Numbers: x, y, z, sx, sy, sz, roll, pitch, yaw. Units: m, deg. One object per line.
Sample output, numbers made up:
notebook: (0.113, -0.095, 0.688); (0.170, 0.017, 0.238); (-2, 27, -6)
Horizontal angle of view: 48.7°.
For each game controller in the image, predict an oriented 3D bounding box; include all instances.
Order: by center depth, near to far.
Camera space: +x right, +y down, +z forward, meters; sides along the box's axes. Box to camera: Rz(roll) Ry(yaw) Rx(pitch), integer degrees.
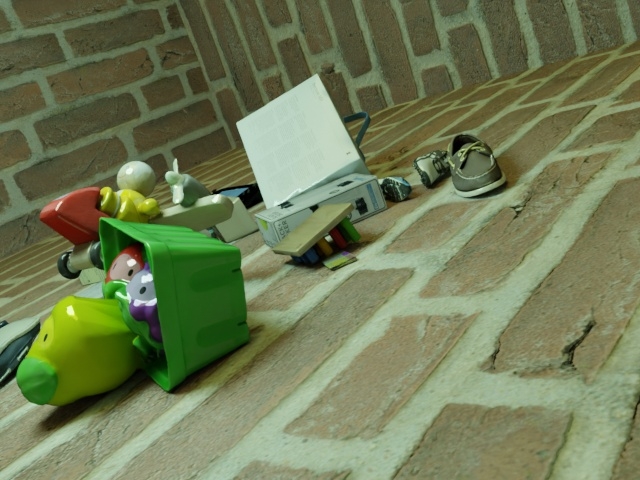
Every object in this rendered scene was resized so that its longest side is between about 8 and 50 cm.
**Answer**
game controller: (-0.325, -0.142, 2.475); (0.166, 0.067, 0.319); (-31, 17, -36)

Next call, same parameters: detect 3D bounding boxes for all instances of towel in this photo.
towel: (0.036, 0.041, 1.448); (0.060, 0.009, 0.083); (-24, 14, -12)

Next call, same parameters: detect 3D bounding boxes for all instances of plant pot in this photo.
plant pot: (-0.256, -0.053, 2.002); (0.096, 0.109, 0.109); (-38, 19, -17)

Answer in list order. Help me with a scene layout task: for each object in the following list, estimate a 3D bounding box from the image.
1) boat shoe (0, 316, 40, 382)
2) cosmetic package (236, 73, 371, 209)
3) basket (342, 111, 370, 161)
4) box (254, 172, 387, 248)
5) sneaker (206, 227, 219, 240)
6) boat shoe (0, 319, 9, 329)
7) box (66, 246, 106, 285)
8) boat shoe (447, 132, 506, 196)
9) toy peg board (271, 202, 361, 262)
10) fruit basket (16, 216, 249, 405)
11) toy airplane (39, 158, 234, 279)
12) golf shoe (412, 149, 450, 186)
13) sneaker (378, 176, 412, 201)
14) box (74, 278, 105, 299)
boat shoe: (-0.669, 0.242, 1.519); (0.095, 0.079, 0.254); (-16, 17, 7)
cosmetic package: (-0.056, -0.260, 1.987); (0.284, 0.097, 0.377); (-31, 52, 11)
basket: (0.009, -0.268, 2.158); (0.254, 0.201, 0.289); (-8, 50, 36)
box: (-0.002, -0.071, 1.748); (0.289, 0.087, 0.169); (-24, 15, -13)
sneaker: (-0.412, 0.022, 1.926); (0.267, 0.106, 0.101); (-25, 17, -14)
boat shoe: (-0.837, 0.254, 1.677); (0.258, 0.089, 0.109); (-21, 14, -4)
box: (-0.588, 0.022, 2.131); (0.242, 0.117, 0.213); (-12, 17, 28)
boat shoe: (0.354, -0.182, 1.653); (0.116, 0.097, 0.324); (-18, 15, 11)
toy peg board: (0.000, 0.000, 1.535); (0.160, 0.079, 0.161); (-42, 15, -16)
fruit basket: (-0.347, 0.120, 1.223); (0.391, 0.283, 0.392); (-4, 12, 1)
toy airplane: (-0.386, -0.041, 1.580); (0.386, 0.273, 0.384); (-2, -13, -7)
golf shoe: (0.294, -0.196, 1.810); (0.093, 0.077, 0.198); (-23, 14, 22)
sneaker: (0.194, -0.141, 1.792); (0.073, 0.063, 0.162); (-21, 14, -14)
box: (-0.505, 0.144, 1.668); (0.137, 0.072, 0.126); (-8, 18, 38)
